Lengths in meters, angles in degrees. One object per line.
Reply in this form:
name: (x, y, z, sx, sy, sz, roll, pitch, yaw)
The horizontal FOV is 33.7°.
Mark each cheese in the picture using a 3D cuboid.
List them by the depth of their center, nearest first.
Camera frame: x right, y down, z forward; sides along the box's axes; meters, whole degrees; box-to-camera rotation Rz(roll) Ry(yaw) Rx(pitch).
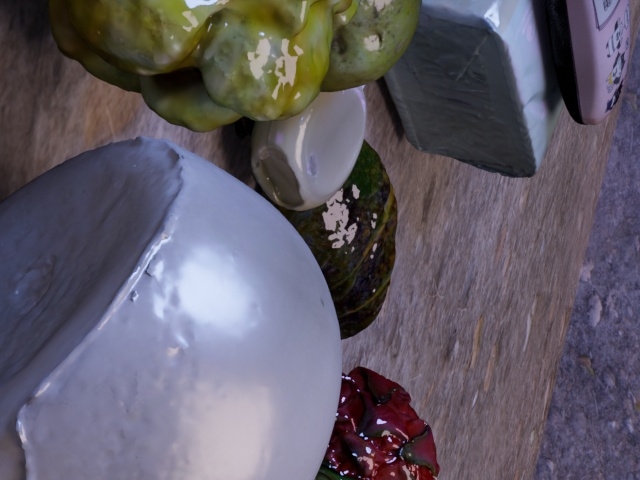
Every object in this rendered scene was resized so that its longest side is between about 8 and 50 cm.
cheese: (0.010, -0.134, 1.054, 0.227, 0.064, 0.137, -57, 146, -32)

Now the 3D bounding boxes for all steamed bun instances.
steamed bun: (-0.132, 0.101, 0.638, 0.206, 0.324, 0.324, 52, 51, -28)

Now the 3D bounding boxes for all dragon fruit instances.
dragon fruit: (0.030, 0.251, 1.253, 0.293, 0.234, 0.233, -72, 172, -81)

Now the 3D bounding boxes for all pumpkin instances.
pumpkin: (0.003, 0.004, 1.146, 0.163, 0.111, 0.278, -10, 113, -59)

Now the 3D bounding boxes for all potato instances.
potato: (0.017, -0.251, 0.938, 0.197, 0.149, 0.228, 52, 31, -28)

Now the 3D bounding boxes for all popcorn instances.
popcorn: (-0.068, -0.206, 0.719, 0.276, 0.226, 0.276, -59, -178, 3)

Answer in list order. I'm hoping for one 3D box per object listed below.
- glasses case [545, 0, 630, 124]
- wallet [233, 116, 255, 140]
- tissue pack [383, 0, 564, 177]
glasses case: (0.305, -0.260, 1.201, 0.122, 0.075, 0.314, -62, 148, -29)
wallet: (-0.029, -0.208, 1.048, 0.232, 0.031, 0.122, -56, 148, -39)
tissue pack: (0.230, -0.340, 1.327, 0.404, 0.205, 0.331, -67, 154, -21)
